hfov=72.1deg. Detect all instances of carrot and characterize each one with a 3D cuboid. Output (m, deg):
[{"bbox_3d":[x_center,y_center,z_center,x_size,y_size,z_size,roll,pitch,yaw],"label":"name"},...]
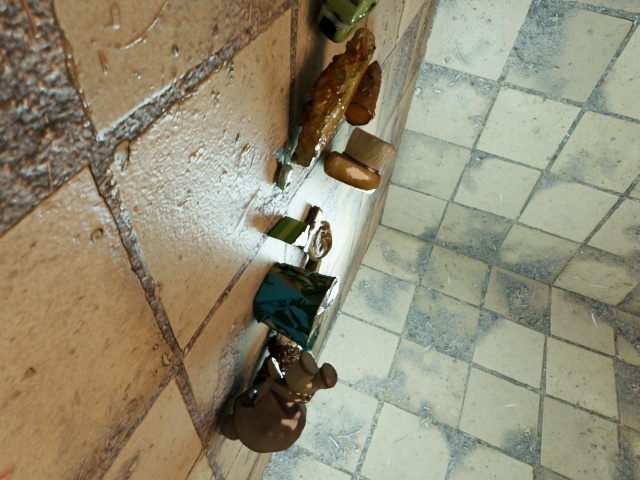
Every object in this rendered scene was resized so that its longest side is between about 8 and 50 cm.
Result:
[{"bbox_3d":[-0.045,0.149,1.616,0.074,0.074,0.358,31,77,-79],"label":"carrot"},{"bbox_3d":[0.147,-0.483,1.394,0.102,0.102,0.263,90,17,-60],"label":"carrot"}]

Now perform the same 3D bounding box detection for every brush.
[{"bbox_3d":[0.112,-0.253,1.348,0.166,0.174,0.267,-61,161,17],"label":"brush"}]

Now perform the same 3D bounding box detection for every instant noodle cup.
[{"bbox_3d":[-0.069,0.175,1.250,0.240,0.178,0.240,21,90,-79],"label":"instant noodle cup"}]

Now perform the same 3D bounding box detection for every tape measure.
[{"bbox_3d":[0.057,-0.469,0.870,0.154,0.087,0.177,-40,-169,48],"label":"tape measure"}]

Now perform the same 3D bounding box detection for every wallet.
[{"bbox_3d":[-0.029,-0.036,1.433,0.118,0.039,0.152,38,74,-80],"label":"wallet"}]

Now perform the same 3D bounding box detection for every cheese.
[{"bbox_3d":[-0.080,-0.159,0.999,0.067,0.026,0.120,-59,164,-45],"label":"cheese"}]

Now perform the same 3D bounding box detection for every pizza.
[{"bbox_3d":[0.015,-0.307,0.962,0.335,0.086,0.226,-58,179,20],"label":"pizza"}]

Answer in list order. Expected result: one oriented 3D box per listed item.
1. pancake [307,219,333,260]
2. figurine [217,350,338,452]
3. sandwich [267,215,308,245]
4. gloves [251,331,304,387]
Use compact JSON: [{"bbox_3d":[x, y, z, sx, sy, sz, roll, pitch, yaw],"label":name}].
[{"bbox_3d":[-0.001,0.000,1.556,0.152,0.025,0.151,-18,113,-47],"label":"pancake"},{"bbox_3d":[-0.108,0.464,1.256,0.248,0.203,0.380,15,124,-42],"label":"figurine"},{"bbox_3d":[-0.087,0.000,1.129,0.116,0.074,0.074,-53,160,-53],"label":"sandwich"},{"bbox_3d":[-0.129,0.405,1.488,0.210,0.135,0.312,-31,143,-80],"label":"gloves"}]
